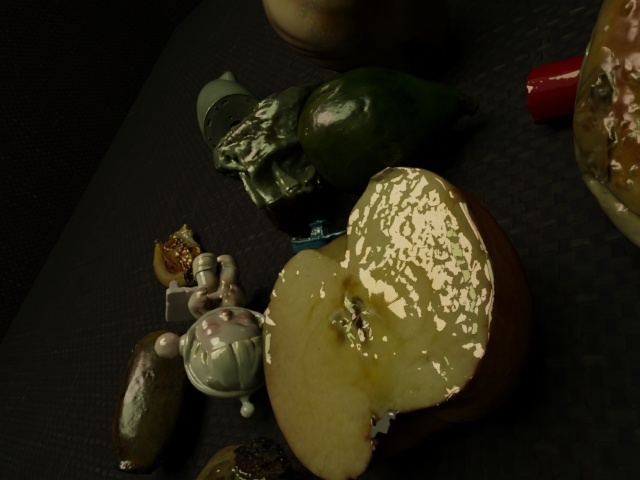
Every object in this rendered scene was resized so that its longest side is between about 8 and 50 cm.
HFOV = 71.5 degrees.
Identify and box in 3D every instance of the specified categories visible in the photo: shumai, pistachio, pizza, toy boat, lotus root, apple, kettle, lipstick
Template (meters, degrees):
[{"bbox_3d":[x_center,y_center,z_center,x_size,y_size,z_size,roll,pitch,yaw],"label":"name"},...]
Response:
[{"bbox_3d":[-0.034,-0.140,0.803,0.261,0.222,0.225,-41,-7,-19],"label":"shumai"},{"bbox_3d":[0.054,-0.433,0.763,0.281,0.365,0.445,-44,10,24],"label":"pistachio"},{"bbox_3d":[-0.341,0.041,1.048,0.134,0.056,0.271,-56,36,11],"label":"pizza"},{"bbox_3d":[0.000,0.000,0.705,0.137,0.060,0.060,-15,70,48],"label":"toy boat"},{"bbox_3d":[-0.273,0.261,0.743,0.124,0.123,0.240,121,153,-47],"label":"lotus root"},{"bbox_3d":[0.087,0.087,0.455,0.293,0.163,0.251,-44,46,34],"label":"apple"},{"bbox_3d":[-0.238,-0.291,1.134,0.255,0.165,0.240,54,132,53],"label":"kettle"},{"bbox_3d":[-0.104,0.329,0.500,0.213,0.138,0.138,-56,36,-2],"label":"lotus root"},{"bbox_3d":[0.361,-0.178,0.448,0.280,0.073,0.073,-1,61,47],"label":"lipstick"}]

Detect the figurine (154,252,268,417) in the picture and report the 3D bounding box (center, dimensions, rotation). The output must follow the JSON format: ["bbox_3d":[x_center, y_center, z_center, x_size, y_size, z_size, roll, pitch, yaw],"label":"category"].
[{"bbox_3d":[-0.155,0.146,0.682,0.144,0.182,0.256,-58,36,20],"label":"figurine"}]

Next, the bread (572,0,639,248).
[{"bbox_3d":[0.309,-0.106,0.345,0.192,0.172,0.313,171,95,-72],"label":"bread"}]

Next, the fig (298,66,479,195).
[{"bbox_3d":[0.095,-0.171,0.642,0.245,0.195,0.195,-24,45,21],"label":"fig"}]
